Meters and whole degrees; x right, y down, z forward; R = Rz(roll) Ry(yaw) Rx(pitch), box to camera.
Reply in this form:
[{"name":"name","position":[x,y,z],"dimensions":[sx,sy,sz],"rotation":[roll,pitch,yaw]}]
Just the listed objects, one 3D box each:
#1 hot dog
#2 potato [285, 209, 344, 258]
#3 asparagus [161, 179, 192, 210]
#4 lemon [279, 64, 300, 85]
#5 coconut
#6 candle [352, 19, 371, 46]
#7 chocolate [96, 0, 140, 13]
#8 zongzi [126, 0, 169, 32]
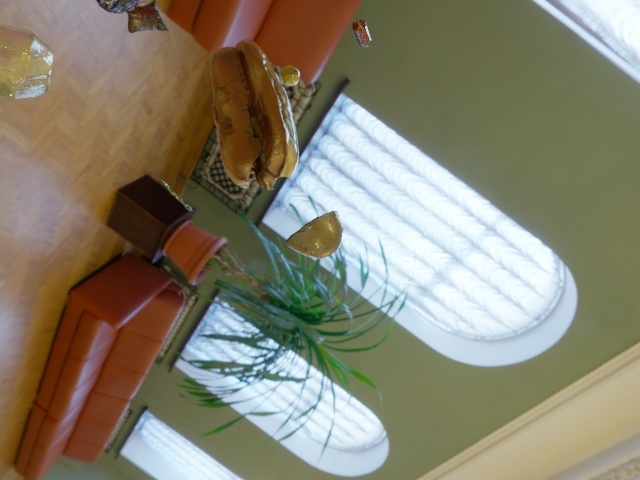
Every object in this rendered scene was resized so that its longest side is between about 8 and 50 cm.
[{"name":"hot dog","position":[-0.096,-0.182,0.625],"dimensions":[0.109,0.270,0.072],"rotation":[-15,152,4]},{"name":"potato","position":[0.000,0.000,1.483],"dimensions":[0.202,0.117,0.182],"rotation":[-24,168,-37]},{"name":"asparagus","position":[-0.418,-0.127,1.304],"dimensions":[0.016,0.013,0.166],"rotation":[-55,152,-15]},{"name":"lemon","position":[-0.096,-0.523,1.414],"dimensions":[0.083,0.062,0.062],"rotation":[2,-130,53]},{"name":"coconut","position":[-0.896,-0.513,1.273],"dimensions":[0.237,0.236,0.198],"rotation":[-56,165,-71]},{"name":"candle","position":[0.148,-0.757,1.616],"dimensions":[0.052,0.052,0.130],"rotation":[-53,163,7]},{"name":"chocolate","position":[-0.389,-0.656,1.088],"dimensions":[0.126,0.342,0.149],"rotation":[-74,155,-65]},{"name":"zongzi","position":[-0.360,-0.473,0.931],"dimensions":[0.067,0.083,0.074],"rotation":[143,-57,-68]}]
